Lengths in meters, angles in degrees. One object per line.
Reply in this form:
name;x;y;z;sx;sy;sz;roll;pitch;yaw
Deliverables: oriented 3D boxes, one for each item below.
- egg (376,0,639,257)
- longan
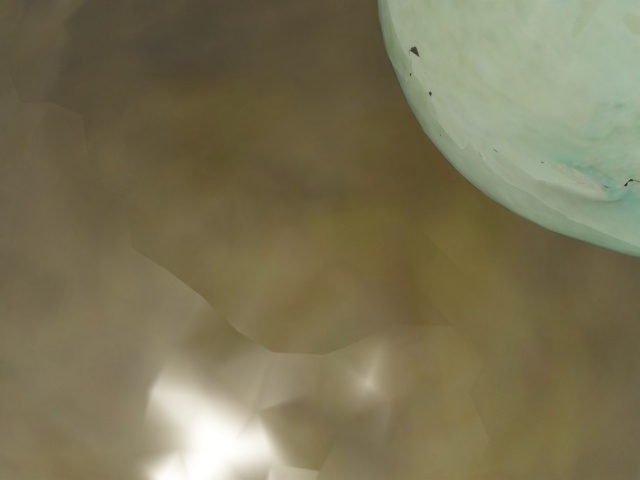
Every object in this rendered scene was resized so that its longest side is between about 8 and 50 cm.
egg;0.130;-0.077;0.397;0.237;0.169;0.169;-9;72;-6
longan;-0.009;-0.001;0.756;0.404;0.404;0.436;6;44;23
